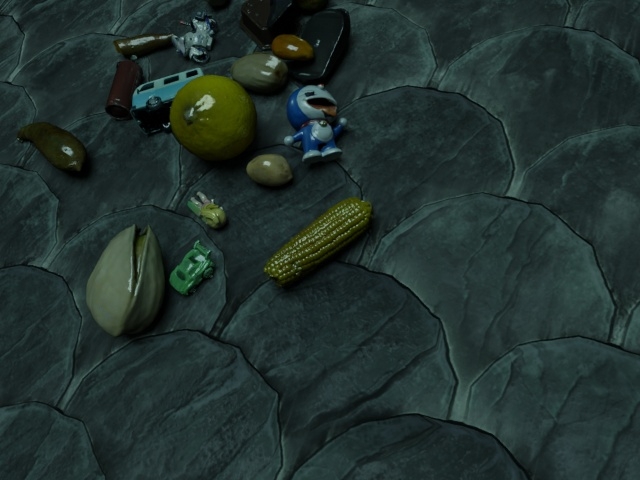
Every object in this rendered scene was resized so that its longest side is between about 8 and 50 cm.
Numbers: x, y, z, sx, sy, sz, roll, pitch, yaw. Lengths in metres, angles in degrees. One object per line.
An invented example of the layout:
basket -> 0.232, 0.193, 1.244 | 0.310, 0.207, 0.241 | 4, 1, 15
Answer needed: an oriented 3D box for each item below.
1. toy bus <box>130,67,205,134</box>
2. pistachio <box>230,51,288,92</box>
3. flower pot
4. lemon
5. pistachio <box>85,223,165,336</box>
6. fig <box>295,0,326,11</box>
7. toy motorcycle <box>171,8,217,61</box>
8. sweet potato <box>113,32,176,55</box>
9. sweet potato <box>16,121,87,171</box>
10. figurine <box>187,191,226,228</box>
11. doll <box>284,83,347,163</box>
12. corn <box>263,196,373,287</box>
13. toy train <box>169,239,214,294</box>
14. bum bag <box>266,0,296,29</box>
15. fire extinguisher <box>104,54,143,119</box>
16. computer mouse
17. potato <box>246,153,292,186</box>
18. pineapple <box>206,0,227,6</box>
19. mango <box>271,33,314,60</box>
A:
toy bus -> -0.512, -0.490, 1.887 | 0.272, 0.133, 0.164 | -16, 57, 1
pistachio -> -0.208, -0.580, 1.867 | 0.206, 0.131, 0.129 | 15, 27, 18
flower pot -> -0.198, -0.827, 2.013 | 0.179, 0.084, 0.251 | -35, 62, -6
lemon -> -0.333, -0.384, 1.712 | 0.293, 0.293, 0.293 | -5, 63, 10
pistachio -> -0.544, 0.110, 1.544 | 0.208, 0.226, 0.331 | 16, 70, -21
fig -> -0.031, -0.939, 2.012 | 0.133, 0.126, 0.184 | 8, 69, 32
toy motorcycle -> -0.475, -0.770, 2.043 | 0.150, 0.102, 0.221 | 12, 68, -5
sweet potato -> -0.672, -0.754, 2.092 | 0.244, 0.077, 0.077 | -9, 62, -2
sweet potato -> -0.953, -0.345, 1.922 | 0.423, 0.130, 0.130 | 27, 72, 30
figurine -> -0.354, -0.097, 1.691 | 0.083, 0.083, 0.187 | -39, 53, -8
doll -> -0.020, -0.366, 1.702 | 0.215, 0.161, 0.256 | -8, 71, -23
corn -> 0.000, 0.000, 1.534 | 0.363, 0.120, 0.120 | -35, 62, -8
toy train -> -0.379, 0.083, 1.597 | 0.099, 0.081, 0.149 | 37, 76, 25
bum bag -> -0.131, -0.884, 1.927 | 0.137, 0.074, 0.309 | -19, 56, 39
fire extinguisher -> -0.716, -0.574, 1.998 | 0.105, 0.105, 0.268 | -2, 64, 11
computer mouse -> 0.008, -0.670, 1.889 | 0.168, 0.087, 0.295 | 19, 85, 33
potato -> -0.160, -0.220, 1.689 | 0.147, 0.112, 0.112 | 5, 65, 22
pineapple -> -0.421, -1.006, 2.153 | 0.108, 0.108, 0.197 | -21, 49, 2
mango -> -0.098, -0.653, 1.837 | 0.159, 0.084, 0.105 | 15, 24, 34
